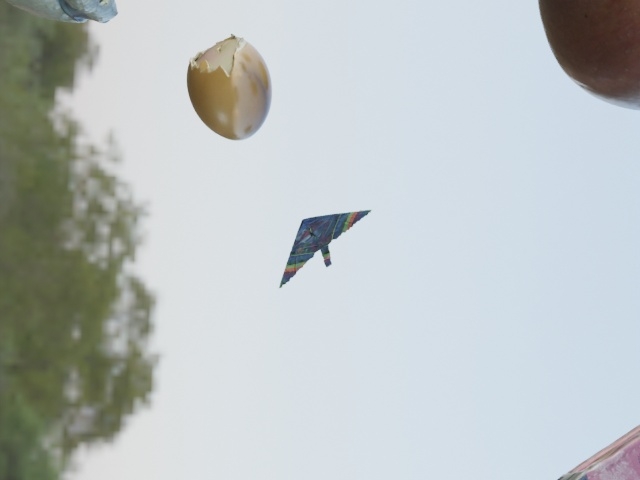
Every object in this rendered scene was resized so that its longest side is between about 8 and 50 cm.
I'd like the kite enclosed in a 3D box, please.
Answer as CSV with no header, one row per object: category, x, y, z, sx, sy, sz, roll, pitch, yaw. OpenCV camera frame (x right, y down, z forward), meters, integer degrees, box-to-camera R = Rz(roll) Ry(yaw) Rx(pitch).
kite,0.000,0.000,1.891,0.004,0.122,0.090,48,-8,36

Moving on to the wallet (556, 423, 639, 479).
wallet,0.222,0.222,1.125,0.025,0.119,0.232,-12,-78,54

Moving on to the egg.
egg,-0.083,-0.140,1.785,0.080,0.080,0.096,-109,173,-66

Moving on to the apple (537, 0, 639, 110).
apple,0.384,-0.284,2.046,0.235,0.305,0.306,-169,-98,-70

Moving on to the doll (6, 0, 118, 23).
doll,-0.225,-0.216,1.530,0.214,0.103,0.071,29,-92,52
